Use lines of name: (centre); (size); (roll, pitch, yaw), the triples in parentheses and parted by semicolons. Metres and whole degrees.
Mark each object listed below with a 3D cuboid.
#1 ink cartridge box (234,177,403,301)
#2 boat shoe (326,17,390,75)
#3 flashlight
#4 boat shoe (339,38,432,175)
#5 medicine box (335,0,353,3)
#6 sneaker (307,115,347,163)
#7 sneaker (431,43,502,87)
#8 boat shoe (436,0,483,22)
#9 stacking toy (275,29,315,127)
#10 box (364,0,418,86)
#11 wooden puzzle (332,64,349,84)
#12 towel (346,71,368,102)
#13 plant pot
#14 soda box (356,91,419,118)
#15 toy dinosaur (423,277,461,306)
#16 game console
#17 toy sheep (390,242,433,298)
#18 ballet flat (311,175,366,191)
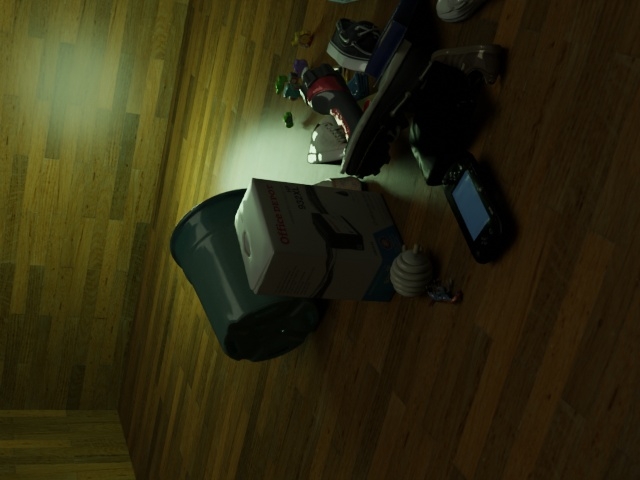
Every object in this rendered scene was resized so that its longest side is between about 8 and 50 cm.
ink cartridge box: (0.000, 0.000, 1.712); (0.223, 0.307, 0.129); (-109, 34, -41)
boat shoe: (0.094, -0.441, 1.856); (0.301, 0.108, 0.102); (-120, 40, -63)
flashlight: (0.048, -0.254, 1.768); (0.103, 0.103, 0.304); (76, 171, -52)
boat shoe: (0.134, -0.248, 1.605); (0.303, 0.091, 0.114); (-63, 3, -7)
medicine box: (0.066, -0.705, 1.906); (0.289, 0.149, 0.264); (-158, 75, -65)
sneaker: (0.038, -0.236, 1.919); (0.290, 0.105, 0.123); (-164, 78, -67)
sneaker: (0.258, -0.314, 1.506); (0.188, 0.066, 0.071); (-167, 78, -67)
boat shoe: (0.265, -0.465, 1.509); (0.226, 0.075, 0.083); (164, 110, -64)
stacking toy: (-0.063, -0.438, 2.261); (0.221, 0.052, 0.167); (118, 149, -44)
box: (0.148, -0.424, 1.684); (0.136, 0.036, 0.225); (-57, 9, 45)
wooden puzzle: (0.042, -0.405, 2.059); (0.116, 0.014, 0.079); (174, 101, -65)
towel: (0.074, -0.344, 1.959); (0.119, 0.029, 0.067); (143, 127, -58)
plant pot: (-0.175, 0.102, 2.090); (0.341, 0.341, 0.334); (-63, 40, 39)
soda box: (0.139, -0.282, 1.762); (0.181, 0.061, 0.058); (170, 103, -65)
toy dinosaur: (0.232, 0.102, 1.534); (0.082, 0.047, 0.090); (45, 159, 49)
game console: (0.249, -0.132, 1.471); (0.213, 0.043, 0.361); (104, 154, -51)
toy sheep: (0.175, 0.058, 1.588); (0.091, 0.091, 0.132); (-118, 22, -51)
ballet flat: (-0.005, -0.091, 1.986); (0.316, 0.106, 0.108); (162, 111, -63)
